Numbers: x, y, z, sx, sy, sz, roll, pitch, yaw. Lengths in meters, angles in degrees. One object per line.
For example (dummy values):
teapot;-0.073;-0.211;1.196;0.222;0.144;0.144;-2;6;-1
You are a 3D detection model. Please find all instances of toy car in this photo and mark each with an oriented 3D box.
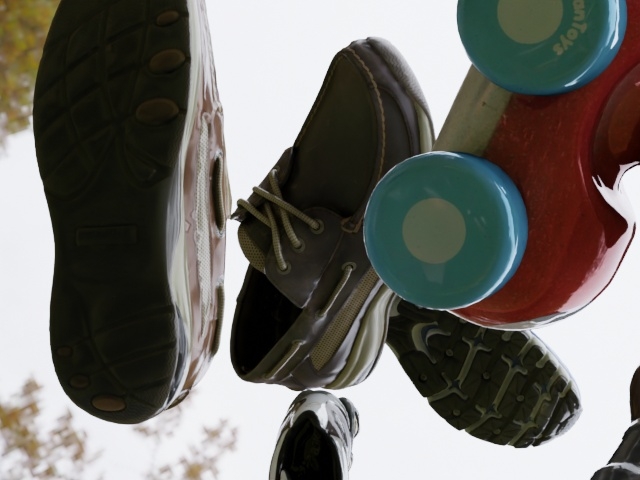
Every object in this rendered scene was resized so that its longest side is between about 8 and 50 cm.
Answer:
toy car;0.178;-0.023;0.708;0.238;0.219;0.210;27;-79;17

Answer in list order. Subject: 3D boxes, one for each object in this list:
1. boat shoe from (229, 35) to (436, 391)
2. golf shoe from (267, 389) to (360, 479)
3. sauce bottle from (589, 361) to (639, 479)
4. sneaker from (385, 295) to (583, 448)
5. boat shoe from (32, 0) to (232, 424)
boat shoe;0.000;0.000;1.184;0.132;0.130;0.355;51;-38;41
golf shoe;-0.014;0.209;1.052;0.077;0.094;0.198;0;-94;9
sauce bottle;0.306;0.096;1.095;0.111;0.344;0.111;28;-35;22
sneaker;0.119;0.066;1.389;0.330;0.147;0.130;39;-63;7
boat shoe;-0.121;-0.039;0.997;0.123;0.120;0.324;4;-89;22
